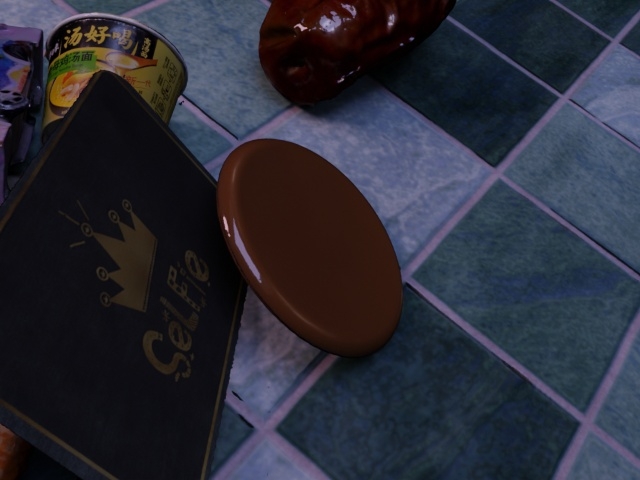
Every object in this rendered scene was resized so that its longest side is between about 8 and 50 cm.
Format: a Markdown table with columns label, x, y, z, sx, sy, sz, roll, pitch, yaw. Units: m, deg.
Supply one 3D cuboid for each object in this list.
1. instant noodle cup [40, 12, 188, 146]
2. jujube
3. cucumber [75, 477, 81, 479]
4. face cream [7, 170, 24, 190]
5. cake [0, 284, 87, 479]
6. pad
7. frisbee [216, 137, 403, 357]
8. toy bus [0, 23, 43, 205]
| label | x | y | z | sx | sy | sz | roll | pitch | yaw |
| --- | --- | --- | --- | --- | --- | --- | --- | --- | --- |
| instant noodle cup | -0.221 | -0.142 | 0.736 | 0.151 | 0.151 | 0.122 | 9 | 58 | -13 |
| jujube | 0.050 | -0.320 | 0.946 | 0.216 | 0.216 | 0.342 | 33 | 62 | 7 |
| cucumber | -0.200 | 0.228 | 0.526 | 0.034 | 0.033 | 0.135 | 32 | 50 | 2 |
| face cream | -0.359 | -0.027 | 0.642 | 0.341 | 0.084 | 0.137 | 5 | 42 | -24 |
| cake | -0.275 | 0.117 | 0.503 | 0.158 | 0.160 | 0.262 | 20 | 51 | -9 |
| pad | -0.106 | 0.035 | 0.586 | 0.315 | 0.063 | 0.376 | 51 | 27 | -31 |
| frisbee | 0.000 | 0.000 | 0.714 | 0.250 | 0.021 | 0.251 | 31 | 42 | -32 |
| toy bus | -0.325 | -0.127 | 0.669 | 0.112 | 0.090 | 0.274 | 4 | 34 | -17 |
